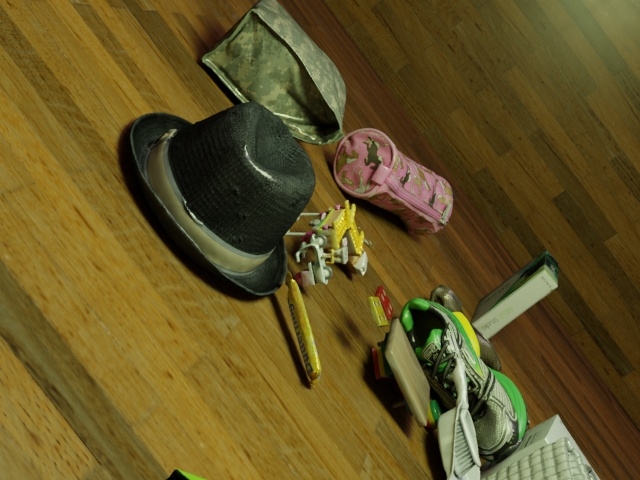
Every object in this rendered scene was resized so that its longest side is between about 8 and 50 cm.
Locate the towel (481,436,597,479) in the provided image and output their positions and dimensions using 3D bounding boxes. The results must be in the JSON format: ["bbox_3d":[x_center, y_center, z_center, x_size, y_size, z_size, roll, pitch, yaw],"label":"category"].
[{"bbox_3d":[0.246,0.394,0.995,0.121,0.235,0.284,54,17,-12],"label":"towel"}]

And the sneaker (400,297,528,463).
[{"bbox_3d":[0.233,0.241,1.449,0.146,0.134,0.343,27,23,-42],"label":"sneaker"}]

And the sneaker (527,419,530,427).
[{"bbox_3d":[0.330,0.329,1.574,0.106,0.078,0.234,55,13,29],"label":"sneaker"}]

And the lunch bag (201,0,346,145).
[{"bbox_3d":[-0.066,-0.313,1.603,0.287,0.169,0.235,44,20,-15],"label":"lunch bag"}]

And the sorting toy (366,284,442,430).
[{"bbox_3d":[0.119,0.202,1.291,0.274,0.046,0.132,65,16,-12],"label":"sorting toy"}]

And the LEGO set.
[{"bbox_3d":[0.000,0.000,1.370,0.287,0.107,0.132,-6,96,-75],"label":"LEGO set"}]

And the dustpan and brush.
[{"bbox_3d":[0.222,0.290,1.314,0.147,0.060,0.211,45,28,-54],"label":"dustpan and brush"}]

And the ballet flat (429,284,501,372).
[{"bbox_3d":[0.313,0.205,1.810,0.250,0.058,0.084,54,-18,-18],"label":"ballet flat"}]

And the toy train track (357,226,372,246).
[{"bbox_3d":[0.081,-0.013,1.675,0.083,0.014,0.048,40,23,-38],"label":"toy train track"}]

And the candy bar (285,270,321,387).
[{"bbox_3d":[-0.024,0.118,1.107,0.040,0.018,0.161,106,-27,-56],"label":"candy bar"}]

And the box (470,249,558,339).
[{"bbox_3d":[0.491,0.136,2.084,0.058,0.232,0.322,50,17,3],"label":"box"}]

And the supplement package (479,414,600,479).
[{"bbox_3d":[0.414,0.465,1.428,0.262,0.145,0.204,58,18,12],"label":"supplement package"}]

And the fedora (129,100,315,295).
[{"bbox_3d":[-0.102,-0.086,1.122,0.334,0.152,0.334,47,19,-22],"label":"fedora"}]

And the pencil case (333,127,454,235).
[{"bbox_3d":[0.174,-0.128,1.896,0.386,0.167,0.160,25,66,-56],"label":"pencil case"}]

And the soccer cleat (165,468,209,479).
[{"bbox_3d":[-0.103,0.258,0.657,0.072,0.060,0.179,35,17,-22],"label":"soccer cleat"}]
